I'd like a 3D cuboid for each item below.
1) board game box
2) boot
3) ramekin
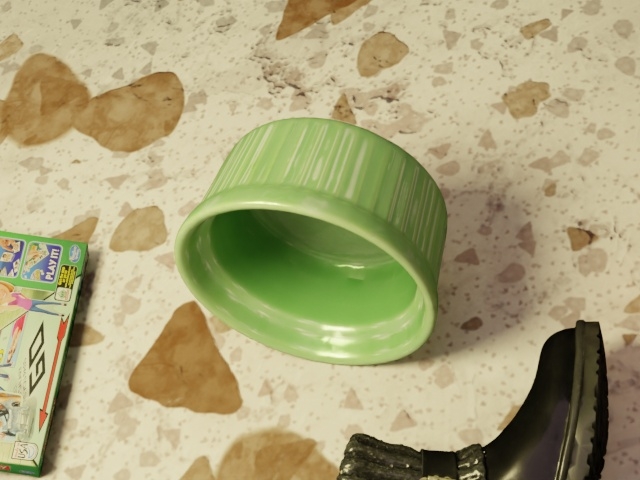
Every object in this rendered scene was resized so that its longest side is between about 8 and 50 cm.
[{"bbox_3d":[-0.433,0.132,1.368,0.213,0.046,0.317,9,59,-7],"label":"board game box"},{"bbox_3d":[0.157,0.227,1.121,0.260,0.131,0.348,8,62,21],"label":"boot"},{"bbox_3d":[0.000,0.000,1.219,0.303,0.303,0.148,5,53,20],"label":"ramekin"}]
